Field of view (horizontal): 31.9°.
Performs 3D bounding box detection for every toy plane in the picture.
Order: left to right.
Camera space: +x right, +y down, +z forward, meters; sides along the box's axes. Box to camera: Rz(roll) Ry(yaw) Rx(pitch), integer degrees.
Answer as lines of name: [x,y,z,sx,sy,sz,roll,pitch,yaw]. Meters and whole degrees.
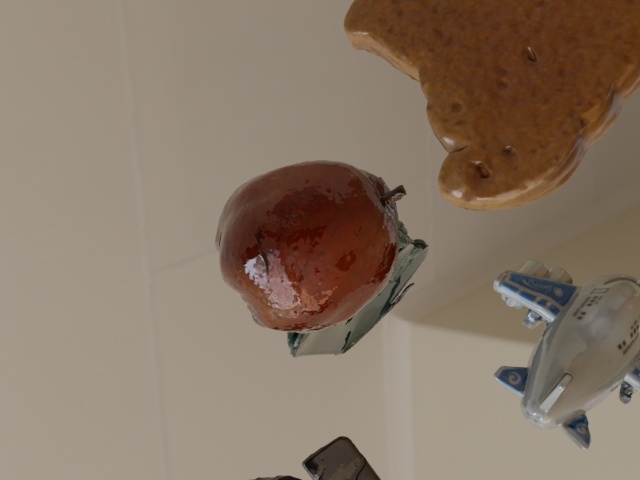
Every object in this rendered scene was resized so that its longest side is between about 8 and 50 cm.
toy plane: [0.309,0.125,1.294,0.267,0.267,0.122,-44,-13,-40]

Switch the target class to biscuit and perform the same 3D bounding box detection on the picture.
biscuit: [0.107,-0.141,0.543,0.043,0.183,0.280,51,-131,-58]

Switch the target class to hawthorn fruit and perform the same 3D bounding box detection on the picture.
hawthorn fruit: [0.000,0.000,1.147,0.185,0.202,0.185,60,-174,-11]

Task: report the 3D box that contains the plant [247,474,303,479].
plant: [-0.032,0.394,1.448,0.146,0.274,0.149,-41,-71,-28]

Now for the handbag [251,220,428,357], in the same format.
handbag: [0.045,0.067,1.671,0.238,0.089,0.326,-48,-17,7]

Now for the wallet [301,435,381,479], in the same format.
wallet: [0.047,0.361,1.643,0.082,0.018,0.156,-34,-78,1]
